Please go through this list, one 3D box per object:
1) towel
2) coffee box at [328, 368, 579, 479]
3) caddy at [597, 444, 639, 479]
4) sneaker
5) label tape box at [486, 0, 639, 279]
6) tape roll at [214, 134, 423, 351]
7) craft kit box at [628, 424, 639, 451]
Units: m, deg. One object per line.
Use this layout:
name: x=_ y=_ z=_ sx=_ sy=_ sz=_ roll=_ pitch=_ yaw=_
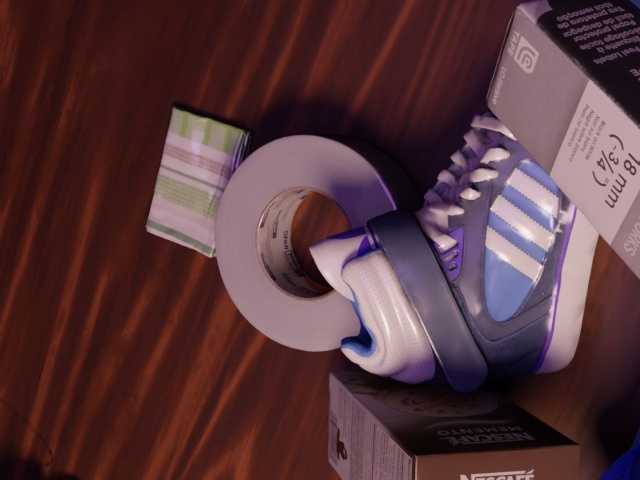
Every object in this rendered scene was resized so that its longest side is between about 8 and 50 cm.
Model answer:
towel: x=-0.142 y=-0.066 z=1.081 sx=0.113 sy=0.023 sz=0.152 roll=20 pitch=105 yaw=25
coffee box: x=0.104 y=0.187 z=0.832 sx=0.141 sy=0.246 sz=0.098 roll=-1 pitch=97 yaw=-15
caddy: x=0.354 y=0.267 z=0.693 sx=0.341 sy=0.179 sz=0.241 roll=24 pitch=72 yaw=25
sneaker: x=0.111 y=-0.026 z=0.831 sx=0.236 sy=0.130 sz=0.322 roll=0 pitch=104 yaw=-9
label tape box: x=0.311 y=-0.052 z=0.655 sx=0.333 sy=0.241 sz=0.106 roll=56 pitch=153 yaw=32
tape roll: x=0.000 y=0.000 z=0.983 sx=0.219 sy=0.072 sz=0.219 roll=4 pitch=98 yaw=28
craft kit box: x=0.358 y=0.313 z=0.834 sx=0.247 sy=0.061 sz=0.249 roll=26 pitch=108 yaw=26
